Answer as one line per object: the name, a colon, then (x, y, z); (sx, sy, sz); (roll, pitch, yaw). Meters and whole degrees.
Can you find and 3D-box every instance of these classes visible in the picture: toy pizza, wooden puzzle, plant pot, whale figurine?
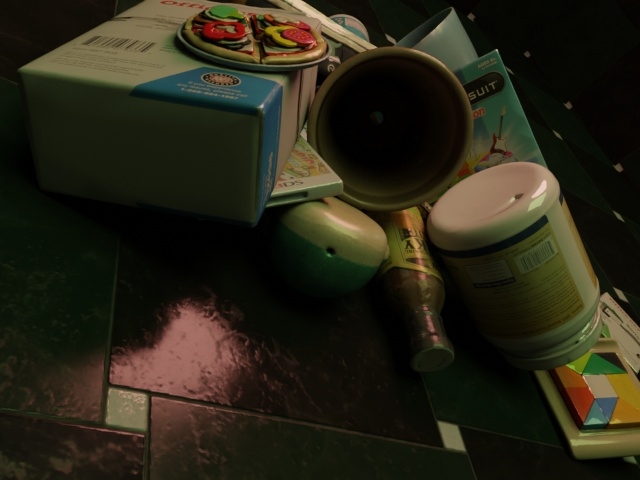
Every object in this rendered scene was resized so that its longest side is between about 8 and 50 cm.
toy pizza: (-0.083, -0.269, 0.804); (0.201, 0.032, 0.201); (6, 35, -4)
wooden puzzle: (0.522, 0.285, 1.167); (0.221, 0.044, 0.238); (1, 47, -15)
plant pot: (0.283, -0.410, 1.605); (0.235, 0.293, 0.293); (50, 30, -16)
whale figurine: (0.000, 0.000, 0.971); (0.216, 0.141, 0.272); (25, 11, -9)
plant pot: (0.109, -0.203, 1.075); (0.263, 0.263, 0.229); (35, 15, -11)

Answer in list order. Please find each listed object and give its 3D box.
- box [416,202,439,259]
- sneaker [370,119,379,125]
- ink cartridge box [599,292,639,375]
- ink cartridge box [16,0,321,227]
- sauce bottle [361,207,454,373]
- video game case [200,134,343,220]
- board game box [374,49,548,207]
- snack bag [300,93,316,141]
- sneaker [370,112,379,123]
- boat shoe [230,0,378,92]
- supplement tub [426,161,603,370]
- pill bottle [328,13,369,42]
box: (0.190, -0.023, 1.205); (0.137, 0.094, 0.027); (47, 33, 7)
sneaker: (0.092, -0.181, 1.303); (0.108, 0.100, 0.271); (22, 31, -7)
ink cartridge box: (0.638, 0.222, 1.390); (0.160, 0.092, 0.219); (52, 34, 15)
ink cartridge box: (-0.172, -0.206, 0.872); (0.286, 0.166, 0.395); (10, 34, 5)
sauce bottle: (0.147, 0.061, 1.046); (0.111, 0.111, 0.344); (21, 38, -29)
video game case: (-0.105, -0.111, 0.916); (0.206, 0.026, 0.227); (-12, 35, -19)
board game box: (0.291, -0.159, 1.216); (0.336, 0.254, 0.079); (64, 21, -7)
snack bag: (-0.091, -0.275, 1.261); (0.343, 0.037, 0.323); (21, 37, -30)
sneaker: (0.207, -0.237, 1.461); (0.295, 0.109, 0.123); (55, 30, 11)
boat shoe: (0.024, -0.363, 1.304); (0.500, 0.156, 0.187); (26, 8, -17)
supplement tub: (0.346, 0.048, 1.088); (0.316, 0.228, 0.228); (59, 26, -22)
pill bottle: (0.051, -0.462, 1.532); (0.146, 0.146, 0.264); (28, 34, -21)
